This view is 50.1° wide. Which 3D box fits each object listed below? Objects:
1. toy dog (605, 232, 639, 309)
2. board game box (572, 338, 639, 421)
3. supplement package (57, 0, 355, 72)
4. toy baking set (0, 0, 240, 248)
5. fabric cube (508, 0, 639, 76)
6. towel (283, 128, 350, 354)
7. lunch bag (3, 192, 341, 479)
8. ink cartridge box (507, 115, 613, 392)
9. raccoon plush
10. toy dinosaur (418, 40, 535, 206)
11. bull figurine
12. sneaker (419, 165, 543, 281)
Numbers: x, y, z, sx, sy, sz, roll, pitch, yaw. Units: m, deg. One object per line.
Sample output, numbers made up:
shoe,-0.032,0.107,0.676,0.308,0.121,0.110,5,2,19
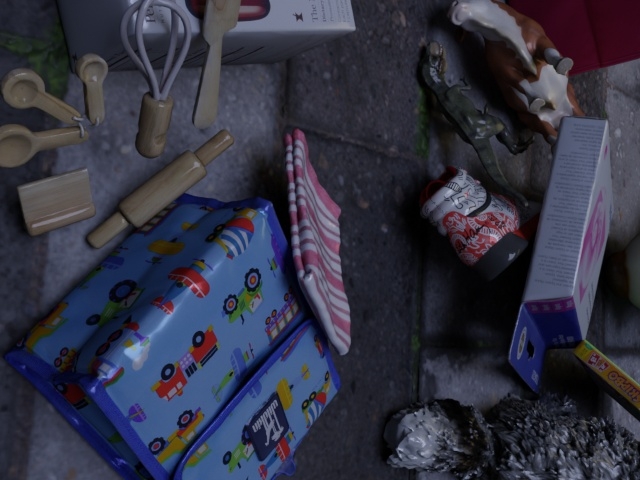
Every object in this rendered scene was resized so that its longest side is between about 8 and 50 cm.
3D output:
toy dog,0.717,0.034,1.245,0.408,0.285,0.395,-20,100,-38
board game box,0.482,0.240,1.092,0.039,0.124,0.259,-49,142,6
supplement package,-0.108,-0.242,0.642,0.244,0.134,0.139,-17,98,-40
toy baking set,-0.148,-0.096,0.564,0.256,0.030,0.196,-37,151,-11
fabric cube,0.462,-0.421,1.065,0.254,0.259,0.258,-29,105,-37
towel,0.000,0.000,0.698,0.144,0.029,0.197,64,15,-51
lunch bag,-0.100,0.137,0.650,0.221,0.138,0.293,-51,130,-33
ink cartridge box,0.353,0.044,0.971,0.324,0.072,0.330,39,63,-60
raccoon plush,0.331,0.323,0.874,0.447,0.299,0.216,7,83,-40
toy dinosaur,0.223,-0.153,0.936,0.118,0.064,0.268,-8,62,-47
bull figurine,0.300,-0.239,0.982,0.310,0.101,0.188,33,27,-41
sneaker,0.225,-0.047,0.942,0.145,0.090,0.270,47,29,7
